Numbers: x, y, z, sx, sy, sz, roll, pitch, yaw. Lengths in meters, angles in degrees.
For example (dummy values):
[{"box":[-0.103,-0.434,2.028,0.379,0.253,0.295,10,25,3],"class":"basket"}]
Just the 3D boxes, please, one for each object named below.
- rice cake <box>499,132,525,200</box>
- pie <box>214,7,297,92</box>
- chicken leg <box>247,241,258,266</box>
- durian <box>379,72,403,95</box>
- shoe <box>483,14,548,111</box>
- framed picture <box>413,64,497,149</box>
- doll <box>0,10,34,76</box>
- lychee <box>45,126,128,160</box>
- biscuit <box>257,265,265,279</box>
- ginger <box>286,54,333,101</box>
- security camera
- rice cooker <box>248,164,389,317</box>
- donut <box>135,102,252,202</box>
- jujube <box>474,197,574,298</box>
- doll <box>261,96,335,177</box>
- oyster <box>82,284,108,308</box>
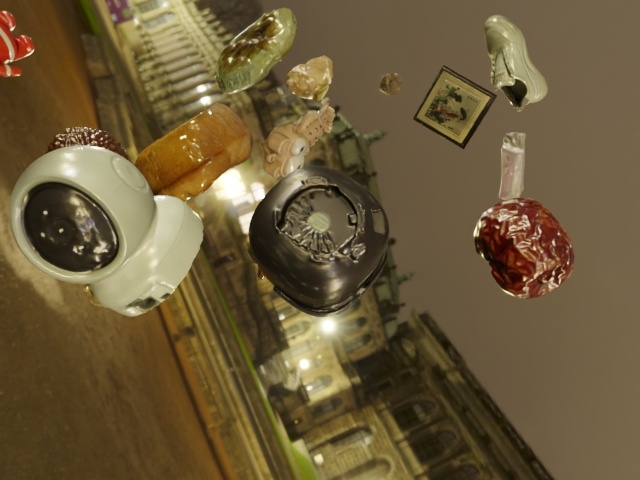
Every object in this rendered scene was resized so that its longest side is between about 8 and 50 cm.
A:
[{"box":[0.576,-0.209,1.939,0.365,0.073,0.056,59,46,-65],"class":"rice cake"},{"box":[-0.177,-0.514,1.743,0.071,0.306,0.306,38,11,-36],"class":"pie"},{"box":[-0.132,0.068,2.007,0.228,0.088,0.103,32,-43,12],"class":"chicken leg"},{"box":[0.241,-0.523,2.177,0.091,0.080,0.080,17,35,-45],"class":"durian"},{"box":[0.589,-0.543,2.051,0.316,0.159,0.124,50,-26,-14],"class":"shoe"},{"box":[0.421,-0.420,2.046,0.195,0.199,0.010,31,22,6],"class":"framed picture"},{"box":[-0.866,-0.478,1.614,0.199,0.106,0.336,57,34,-17],"class":"doll"},{"box":[-0.677,-0.185,1.874,0.271,0.272,0.271,157,-90,-82],"class":"lychee"},{"box":[-0.174,0.030,2.237,0.220,0.066,0.220,-171,-90,-81],"class":"biscuit"},{"box":[-0.039,-0.501,1.949,0.193,0.123,0.115,-92,-160,-47],"class":"ginger"},{"box":[-0.304,-0.027,0.897,0.236,0.194,0.194,44,6,-34],"class":"security camera"},{"box":[0.000,0.000,1.218,0.224,0.267,0.267,101,-35,-70],"class":"rice cooker"},{"box":[-0.287,-0.194,1.490,0.317,0.299,0.150,-21,-72,46],"class":"donut"},{"box":[0.472,0.010,1.508,0.212,0.213,0.232,76,-9,-46],"class":"jujube"},{"box":[-0.057,-0.291,1.822,0.119,0.278,0.154,33,-30,18],"class":"doll"},{"box":[-0.605,0.106,1.823,0.166,0.110,0.341,40,3,-27],"class":"oyster"}]
